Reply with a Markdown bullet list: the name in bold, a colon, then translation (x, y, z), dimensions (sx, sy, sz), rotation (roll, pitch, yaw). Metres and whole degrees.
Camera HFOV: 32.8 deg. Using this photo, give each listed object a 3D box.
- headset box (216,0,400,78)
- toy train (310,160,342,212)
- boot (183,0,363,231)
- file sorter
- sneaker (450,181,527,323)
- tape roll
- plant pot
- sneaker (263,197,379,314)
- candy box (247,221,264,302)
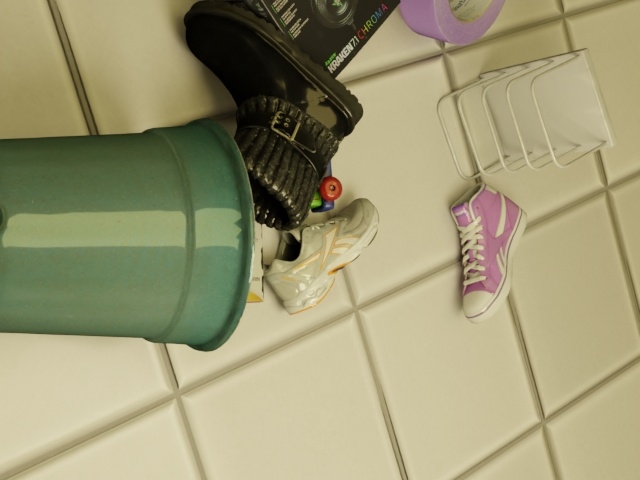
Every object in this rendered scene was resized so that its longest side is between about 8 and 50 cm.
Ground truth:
- **headset box**: translation (-0.036, -0.434, 1.824), dimensions (0.246, 0.131, 0.283), rotation (-51, 125, -22)
- **toy train**: translation (-0.052, -0.171, 1.860), dimensions (0.143, 0.105, 0.248), rotation (-3, 86, -24)
- **boot**: translation (-0.118, -0.202, 1.720), dimensions (0.348, 0.131, 0.260), rotation (35, 62, -2)
- **file sorter**: translation (0.387, -0.231, 2.096), dimensions (0.173, 0.278, 0.193), rotation (-27, 103, -32)
- **sneaker**: translation (0.298, 0.015, 2.120), dimensions (0.161, 0.102, 0.282), rotation (37, 54, -27)
- **tape roll**: translation (0.262, -0.515, 2.063), dimensions (0.275, 0.090, 0.275), rotation (-29, 130, -41)
- **plant pot**: translation (-0.315, -0.007, 1.503), dimensions (0.334, 0.341, 0.341), rotation (0, 86, -30)
- **sneaker**: translation (0.000, 0.000, 1.881), dimensions (0.121, 0.099, 0.262), rotation (50, 57, -19)
- **candy box**: translation (-0.175, -0.014, 1.756), dimensions (0.159, 0.071, 0.233), rotation (1, 86, -39)
